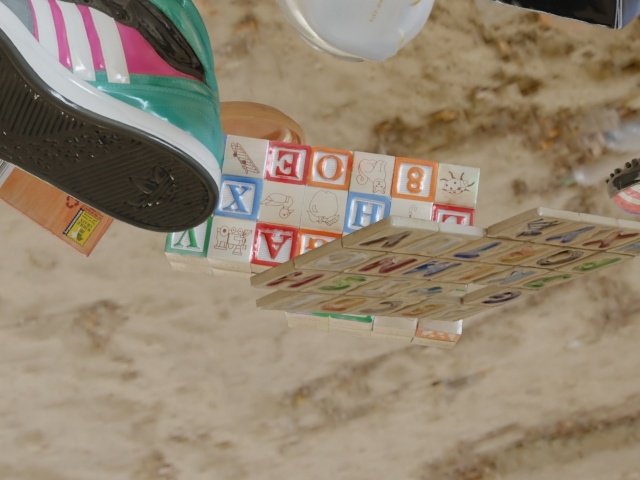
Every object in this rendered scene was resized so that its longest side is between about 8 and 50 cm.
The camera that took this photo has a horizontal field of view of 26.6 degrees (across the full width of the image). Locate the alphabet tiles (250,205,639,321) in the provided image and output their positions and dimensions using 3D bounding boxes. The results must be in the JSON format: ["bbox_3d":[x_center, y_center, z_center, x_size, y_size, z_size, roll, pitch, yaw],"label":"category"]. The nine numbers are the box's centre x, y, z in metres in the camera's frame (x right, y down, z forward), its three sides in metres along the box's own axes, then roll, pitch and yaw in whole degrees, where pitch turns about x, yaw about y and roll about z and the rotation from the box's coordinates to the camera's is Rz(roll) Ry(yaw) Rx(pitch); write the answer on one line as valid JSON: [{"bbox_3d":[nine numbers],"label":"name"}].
[{"bbox_3d":[0.082,0.017,0.839,0.237,0.009,0.198,6,158,-44],"label":"alphabet tiles"}]

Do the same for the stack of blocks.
[{"bbox_3d":[0.000,0.000,1.352,0.297,0.171,0.087,8,167,1],"label":"stack of blocks"}]

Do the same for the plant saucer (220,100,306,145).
[{"bbox_3d":[-0.119,-0.133,1.770,0.199,0.037,0.200,-5,160,-2],"label":"plant saucer"}]

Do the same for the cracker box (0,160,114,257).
[{"bbox_3d":[-0.282,-0.063,1.307,0.155,0.232,0.067,36,87,-15],"label":"cracker box"}]

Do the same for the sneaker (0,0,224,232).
[{"bbox_3d":[-0.186,-0.147,0.956,0.295,0.178,0.124,34,127,-24],"label":"sneaker"}]

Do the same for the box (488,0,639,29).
[{"bbox_3d":[0.318,-0.446,1.412,0.395,0.212,0.294,-40,136,-37],"label":"box"}]

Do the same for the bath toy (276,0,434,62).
[{"bbox_3d":[0.094,-0.262,0.801,0.151,0.129,0.348,25,117,-21],"label":"bath toy"}]

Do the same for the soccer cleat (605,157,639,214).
[{"bbox_3d":[0.351,-0.045,1.096,0.108,0.116,0.318,-24,-178,-28],"label":"soccer cleat"}]
